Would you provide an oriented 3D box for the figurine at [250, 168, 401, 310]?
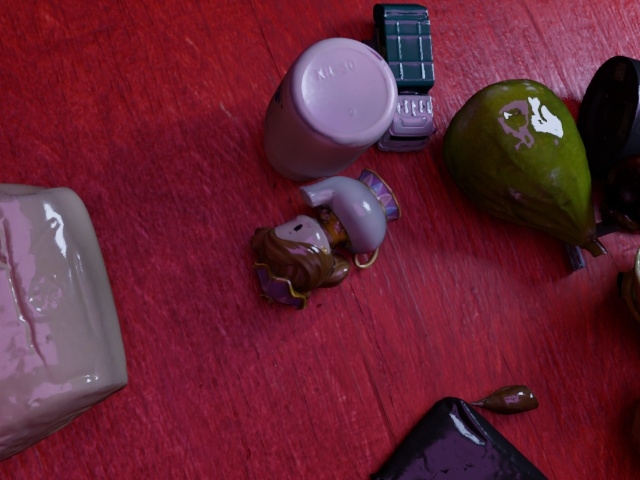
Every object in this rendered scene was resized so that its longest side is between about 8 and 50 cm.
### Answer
[{"bbox_3d":[0.000,0.000,1.545,0.263,0.142,0.190,-37,111,-15],"label":"figurine"}]

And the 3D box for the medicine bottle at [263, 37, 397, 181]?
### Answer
[{"bbox_3d":[0.002,-0.189,1.500,0.170,0.293,0.170,3,78,-13],"label":"medicine bottle"}]

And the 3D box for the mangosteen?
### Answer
[{"bbox_3d":[0.507,-0.071,1.554,0.140,0.140,0.140,2,79,-11],"label":"mangosteen"}]

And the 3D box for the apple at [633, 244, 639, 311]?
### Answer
[{"bbox_3d":[0.614,0.062,1.556,0.264,0.120,0.193,-8,72,-13],"label":"apple"}]

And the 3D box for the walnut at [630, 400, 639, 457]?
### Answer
[{"bbox_3d":[0.608,0.325,1.563,0.195,0.222,0.195,0,104,2],"label":"walnut"}]

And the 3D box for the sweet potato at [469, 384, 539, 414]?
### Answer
[{"bbox_3d":[0.303,0.266,1.601,0.117,0.049,0.049,-4,80,-12],"label":"sweet potato"}]

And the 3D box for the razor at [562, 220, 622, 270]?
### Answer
[{"bbox_3d":[0.523,-0.033,1.637,0.232,0.068,0.106,-20,84,22],"label":"razor"}]

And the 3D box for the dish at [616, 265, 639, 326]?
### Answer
[{"bbox_3d":[0.621,0.110,1.663,0.262,0.108,0.221,43,75,-2],"label":"dish"}]

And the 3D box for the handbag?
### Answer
[{"bbox_3d":[0.227,0.399,1.544,0.247,0.080,0.223,44,75,0],"label":"handbag"}]

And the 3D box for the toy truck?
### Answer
[{"bbox_3d":[0.137,-0.285,1.636,0.114,0.124,0.253,-2,78,-9],"label":"toy truck"}]

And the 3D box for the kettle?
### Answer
[{"bbox_3d":[0.627,-0.163,1.672,0.307,0.203,0.262,10,76,-13],"label":"kettle"}]

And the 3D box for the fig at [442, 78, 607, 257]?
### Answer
[{"bbox_3d":[0.327,-0.107,1.594,0.233,0.233,0.314,-13,93,-13],"label":"fig"}]

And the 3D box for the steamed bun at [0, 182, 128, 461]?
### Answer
[{"bbox_3d":[-0.514,0.134,1.342,0.455,0.290,0.371,-13,88,-11],"label":"steamed bun"}]
